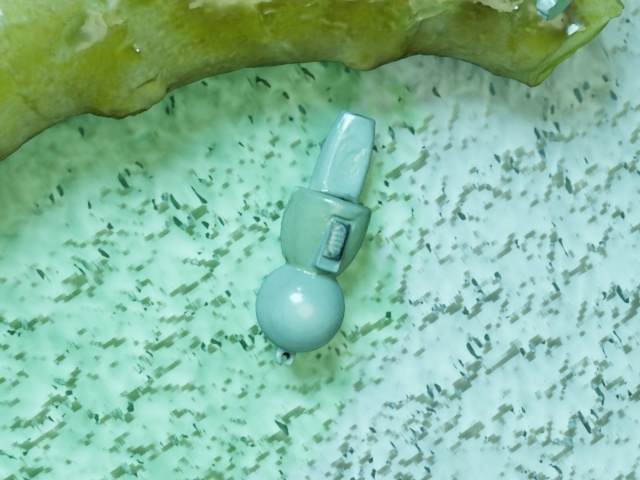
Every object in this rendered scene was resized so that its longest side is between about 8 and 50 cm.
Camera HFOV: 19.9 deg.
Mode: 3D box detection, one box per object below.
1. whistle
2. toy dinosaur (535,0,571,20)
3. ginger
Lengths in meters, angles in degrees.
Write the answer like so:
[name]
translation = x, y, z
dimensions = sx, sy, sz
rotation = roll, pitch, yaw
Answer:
[whistle]
translation = 0.000, 0.000, 0.693
dimensions = 0.035, 0.035, 0.100
rotation = 16, 93, -14
[toy dinosaur]
translation = 0.105, -0.150, 0.669
dimensions = 0.082, 0.039, 0.209
rotation = 42, 58, 19
[ginger]
translation = -0.035, -0.083, 0.660
dimensions = 0.299, 0.065, 0.118
rotation = -3, 81, -13
